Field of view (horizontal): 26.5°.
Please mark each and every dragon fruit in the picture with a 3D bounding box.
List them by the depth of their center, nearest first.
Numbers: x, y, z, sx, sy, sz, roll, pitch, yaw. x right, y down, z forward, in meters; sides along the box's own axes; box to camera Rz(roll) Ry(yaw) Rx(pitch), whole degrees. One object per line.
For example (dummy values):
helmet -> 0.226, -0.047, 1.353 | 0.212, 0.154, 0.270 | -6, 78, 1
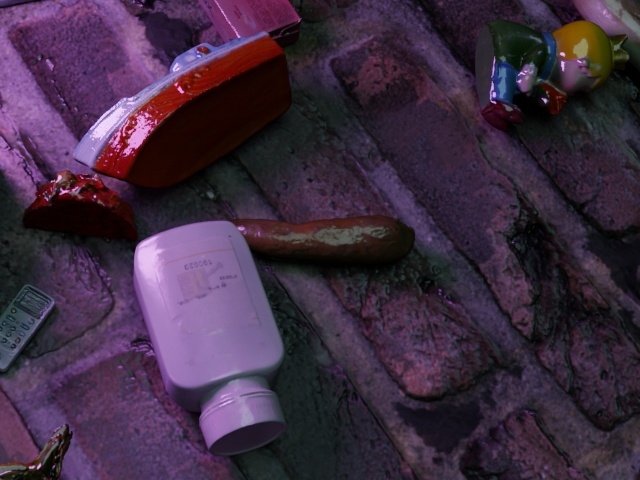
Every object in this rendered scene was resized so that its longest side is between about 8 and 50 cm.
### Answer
dragon fruit -> -0.320, -0.059, 1.842 | 0.162, 0.106, 0.083 | 11, 64, -2

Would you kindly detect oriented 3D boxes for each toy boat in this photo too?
toy boat -> -0.201, -0.184, 1.922 | 0.331, 0.145, 0.133 | -35, 50, -27

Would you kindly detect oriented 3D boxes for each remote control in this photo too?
remote control -> -0.401, 0.115, 1.783 | 0.053, 0.018, 0.124 | 31, 61, 6

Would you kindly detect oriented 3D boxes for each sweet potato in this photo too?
sweet potato -> 0.000, 0.000, 1.898 | 0.273, 0.075, 0.075 | 1, 62, -6

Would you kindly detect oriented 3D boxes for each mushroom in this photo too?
mushroom -> 0.517, -0.317, 2.157 | 0.333, 0.087, 0.107 | 46, 54, 8

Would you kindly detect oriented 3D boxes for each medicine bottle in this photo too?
medicine bottle -> -0.138, 0.127, 1.777 | 0.161, 0.111, 0.296 | -15, 64, -17

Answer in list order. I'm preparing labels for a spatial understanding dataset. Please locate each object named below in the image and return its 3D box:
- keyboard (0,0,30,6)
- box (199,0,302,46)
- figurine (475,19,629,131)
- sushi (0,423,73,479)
keyboard -> -0.419, -0.409, 2.062 | 0.230, 0.025, 0.094 | -15, 68, -18
box -> -0.111, -0.354, 2.071 | 0.111, 0.060, 0.156 | -22, 65, -21
figurine -> 0.359, -0.251, 2.075 | 0.234, 0.127, 0.185 | 8, 65, -18
sushi -> -0.392, 0.343, 1.590 | 0.287, 0.140, 0.149 | -27, 63, -22
